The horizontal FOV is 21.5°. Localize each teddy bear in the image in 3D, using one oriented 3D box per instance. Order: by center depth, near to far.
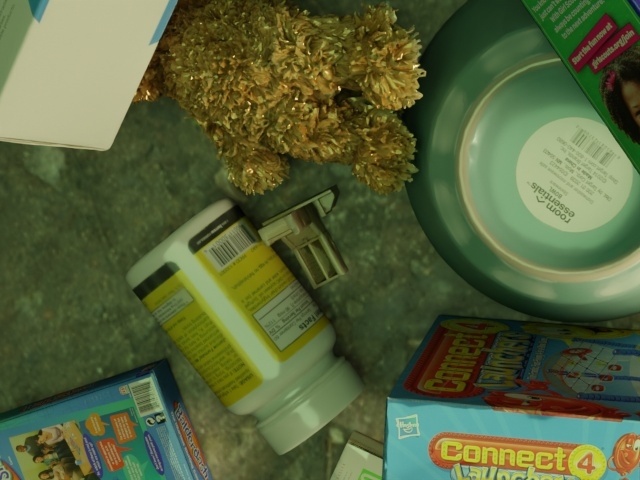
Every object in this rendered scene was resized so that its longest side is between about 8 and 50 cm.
[{"bbox_3d":[-0.063,-0.144,1.380,0.338,0.113,0.245,33,145,10],"label":"teddy bear"}]

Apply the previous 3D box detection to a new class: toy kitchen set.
[{"bbox_3d":[0.000,0.000,1.455,0.068,0.083,0.075,-27,93,15],"label":"toy kitchen set"}]

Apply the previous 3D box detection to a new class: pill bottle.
[{"bbox_3d":[-0.063,0.076,1.464,0.119,0.119,0.208,-38,91,15],"label":"pill bottle"}]

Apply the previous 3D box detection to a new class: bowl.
[{"bbox_3d":[0.205,-0.070,1.361,0.311,0.163,0.311,2,99,12],"label":"bowl"}]

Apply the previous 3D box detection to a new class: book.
[{"bbox_3d":[0.074,0.246,1.514,0.144,0.035,0.096,25,108,5],"label":"book"}]

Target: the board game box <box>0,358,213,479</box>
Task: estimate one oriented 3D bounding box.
[{"bbox_3d":[-0.213,0.217,1.556,0.210,0.047,0.160,-18,96,14],"label":"board game box"}]

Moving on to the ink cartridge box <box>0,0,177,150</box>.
[{"bbox_3d":[-0.252,-0.247,1.358,0.307,0.129,0.223,43,116,37],"label":"ink cartridge box"}]

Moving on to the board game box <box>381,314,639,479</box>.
[{"bbox_3d":[0.220,0.140,1.320,0.302,0.308,0.086,4,100,10],"label":"board game box"}]

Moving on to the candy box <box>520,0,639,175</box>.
[{"bbox_3d":[0.279,-0.225,1.247,0.268,0.122,0.317,-31,82,-28],"label":"candy box"}]
